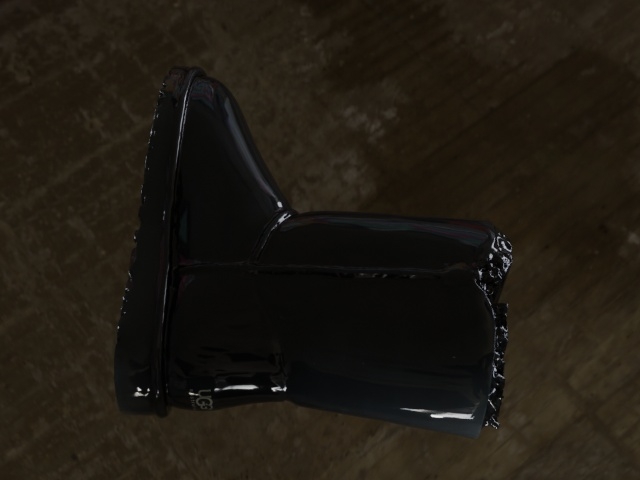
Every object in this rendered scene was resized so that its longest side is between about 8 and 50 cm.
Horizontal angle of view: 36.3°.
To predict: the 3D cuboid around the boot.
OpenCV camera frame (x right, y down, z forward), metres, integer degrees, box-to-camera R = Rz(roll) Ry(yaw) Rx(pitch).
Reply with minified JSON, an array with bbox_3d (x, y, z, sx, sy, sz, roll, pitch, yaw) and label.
[{"bbox_3d":[0.000,0.000,0.569,0.207,0.094,0.246,3,-131,-3],"label":"boot"}]
